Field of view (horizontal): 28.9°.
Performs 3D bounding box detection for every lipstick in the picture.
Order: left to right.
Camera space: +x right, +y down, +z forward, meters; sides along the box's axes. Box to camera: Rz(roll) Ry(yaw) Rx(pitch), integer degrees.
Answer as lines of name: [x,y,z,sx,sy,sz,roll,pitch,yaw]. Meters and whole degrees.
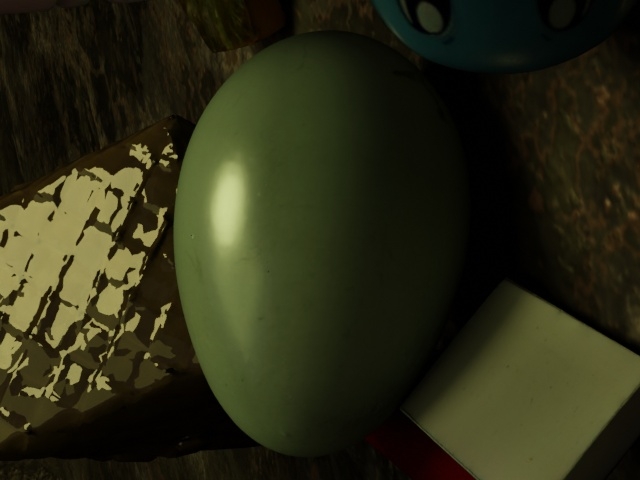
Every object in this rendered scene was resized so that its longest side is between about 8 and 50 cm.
lipstick: [0.077,0.122,0.791,0.241,0.080,0.080,-150,54,-63]

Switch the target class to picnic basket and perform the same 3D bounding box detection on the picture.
picnic basket: [-0.122,0.052,1.035,0.321,0.291,0.254,12,-121,-66]

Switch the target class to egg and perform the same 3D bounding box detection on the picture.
egg: [0.000,0.000,0.766,0.183,0.183,0.264,155,122,-68]

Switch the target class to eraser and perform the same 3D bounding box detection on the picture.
eraser: [0.112,0.085,0.674,0.023,0.104,0.150,40,178,-27]

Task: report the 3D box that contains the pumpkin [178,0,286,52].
pumpkin: [-0.100,-0.285,1.047,0.258,0.095,0.290,53,157,28]

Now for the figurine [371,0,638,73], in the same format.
figurine: [0.054,-0.273,0.500,0.243,0.298,0.416,-43,-49,-74]

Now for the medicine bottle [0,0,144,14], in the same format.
medicine bottle: [-0.091,-0.244,0.734,0.202,0.315,0.202,170,90,-68]
